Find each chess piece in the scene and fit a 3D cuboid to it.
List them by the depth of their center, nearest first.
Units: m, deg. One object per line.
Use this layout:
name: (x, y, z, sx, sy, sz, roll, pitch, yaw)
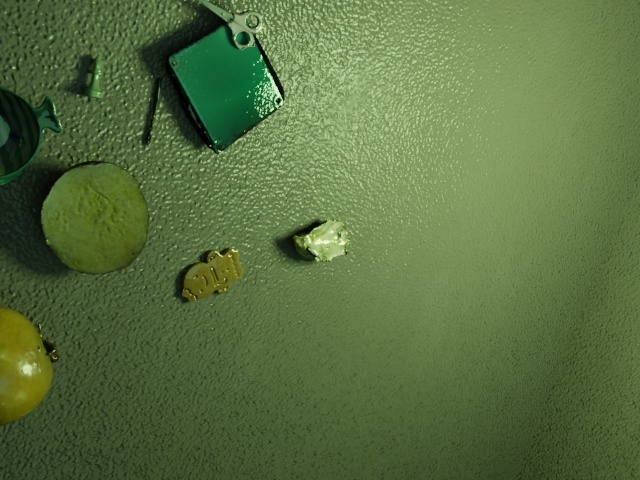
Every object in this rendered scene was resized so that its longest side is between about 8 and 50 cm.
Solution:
chess piece: (-0.507, -0.369, 1.548, 0.042, 0.042, 0.093, 5, 99, -35)

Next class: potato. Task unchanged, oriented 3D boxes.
potato: (-0.530, -0.066, 1.599, 0.239, 0.116, 0.299, -17, 127, -21)

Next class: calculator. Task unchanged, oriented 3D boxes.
calculator: (-0.235, -0.391, 1.707, 0.248, 0.058, 0.274, -40, 124, -17)

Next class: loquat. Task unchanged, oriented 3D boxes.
loquat: (-0.713, 0.278, 1.506, 0.275, 0.275, 0.274, -12, 113, -30)

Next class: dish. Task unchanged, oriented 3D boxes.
dish: (-0.685, -0.237, 1.452, 0.246, 0.078, 0.224, -22, 118, -24)

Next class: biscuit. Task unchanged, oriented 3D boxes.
biscuit: (-0.294, 0.091, 1.865, 0.184, 0.027, 0.133, -14, 116, -29)

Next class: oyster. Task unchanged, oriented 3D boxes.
oyster: (0.005, 0.006, 2.013, 0.209, 0.072, 0.132, -35, 118, -42)

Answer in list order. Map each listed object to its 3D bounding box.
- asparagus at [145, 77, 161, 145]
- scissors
asparagus: (-0.401, -0.309, 1.656, 0.013, 0.016, 0.166, -13, 118, -67)
scissors: (-0.222, -0.530, 1.626, 0.189, 0.015, 0.100, 25, 93, -35)
